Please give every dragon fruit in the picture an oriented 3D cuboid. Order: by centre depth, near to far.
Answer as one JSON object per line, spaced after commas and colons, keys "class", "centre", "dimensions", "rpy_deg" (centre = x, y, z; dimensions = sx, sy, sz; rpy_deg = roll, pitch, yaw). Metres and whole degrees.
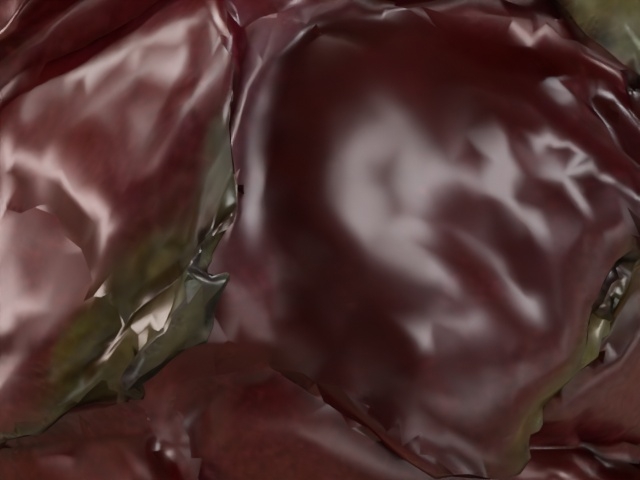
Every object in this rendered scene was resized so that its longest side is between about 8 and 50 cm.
{"class": "dragon fruit", "centre": [-0.002, 0.002, 0.552], "dimensions": [0.329, 0.329, 0.329], "rpy_deg": [1, 31, -1]}
